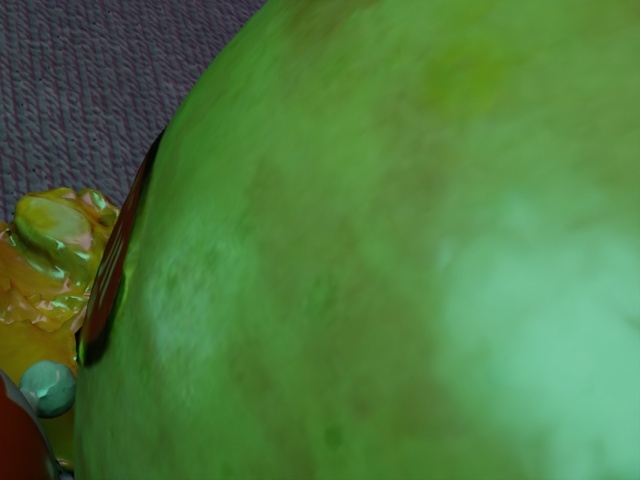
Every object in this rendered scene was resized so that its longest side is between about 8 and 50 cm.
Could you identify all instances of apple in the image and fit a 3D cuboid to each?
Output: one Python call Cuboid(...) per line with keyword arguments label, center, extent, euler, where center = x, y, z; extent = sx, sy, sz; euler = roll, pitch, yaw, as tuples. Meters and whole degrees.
Cuboid(label="apple", center=(0.128, 0.075, 0.506), extent=(0.391, 0.391, 0.346), euler=(14, 41, -33))

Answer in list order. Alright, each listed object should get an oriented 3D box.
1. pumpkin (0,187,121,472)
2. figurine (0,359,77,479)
Cuboid(label="pumpkin", center=(0.000, 0.001, 0.750), extent=(0.280, 0.190, 0.139), euler=(14, 29, -32))
Cuboid(label="figurine", center=(-0.145, 0.080, 0.500), extent=(0.183, 0.160, 0.226), euler=(34, 14, 7))
